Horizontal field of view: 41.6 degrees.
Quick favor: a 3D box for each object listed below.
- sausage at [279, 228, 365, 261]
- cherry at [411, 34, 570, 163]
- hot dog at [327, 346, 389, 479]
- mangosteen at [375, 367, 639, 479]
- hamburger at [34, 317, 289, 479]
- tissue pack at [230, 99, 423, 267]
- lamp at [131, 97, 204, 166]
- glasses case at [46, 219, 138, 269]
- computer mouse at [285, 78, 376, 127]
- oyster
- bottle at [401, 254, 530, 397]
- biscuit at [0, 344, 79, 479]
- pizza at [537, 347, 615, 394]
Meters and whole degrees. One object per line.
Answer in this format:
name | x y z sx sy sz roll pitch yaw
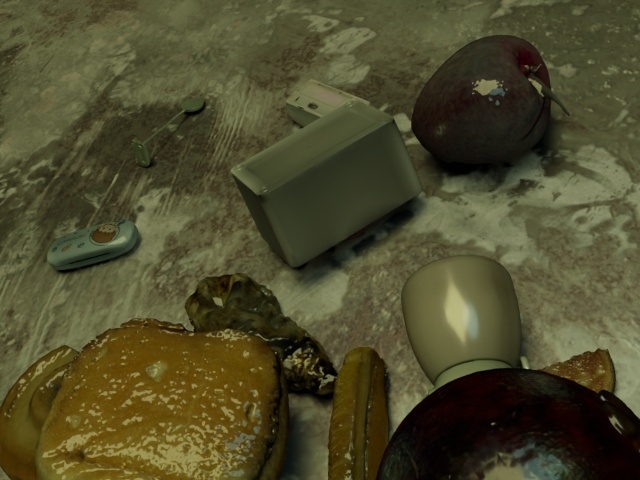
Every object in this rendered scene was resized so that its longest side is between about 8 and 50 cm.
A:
sausage | 0.000 0.000 1.353 0.147 0.035 0.030 -21 62 5
cherry | 0.262 -0.219 1.321 0.266 0.183 0.213 -13 30 32
hot dog | 0.042 0.264 1.058 0.068 0.083 0.288 -23 40 33
mangosteen | 0.175 0.294 0.816 0.359 0.306 0.306 -45 43 11
hamburger | -0.190 0.244 1.075 0.305 0.174 0.284 13 57 7
tissue pack | 0.007 -0.096 1.328 0.246 0.136 0.159 -31 29 -10
lamp | -0.306 -0.227 1.720 0.050 0.056 0.198 16 47 37
glasses case | -0.416 0.008 1.534 0.179 0.045 0.067 -14 46 13
computer mouse | 0.019 -0.241 1.558 0.102 0.045 0.199 -45 47 -17
oyster | -0.088 0.131 1.252 0.129 0.078 0.345 -37 41 -22
bottle | 0.187 0.150 1.051 0.148 0.147 0.236 -15 53 13
biscuit | -0.374 0.269 1.240 0.274 0.091 0.213 14 55 32
pizza | 0.329 0.172 1.042 0.099 0.029 0.100 -36 46 -21
